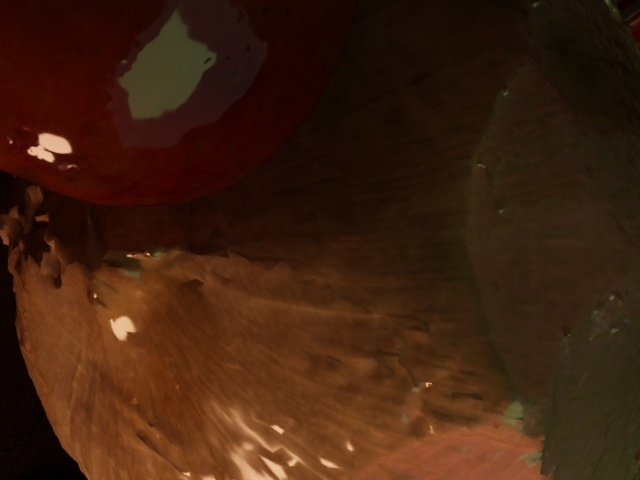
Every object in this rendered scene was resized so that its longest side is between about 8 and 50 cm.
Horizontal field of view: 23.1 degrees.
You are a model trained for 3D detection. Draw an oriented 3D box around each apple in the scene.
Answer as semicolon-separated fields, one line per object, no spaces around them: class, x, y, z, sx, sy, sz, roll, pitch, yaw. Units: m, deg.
apple;-0.087;-0.129;0.646;0.230;0.230;0.230;-36;165;-11

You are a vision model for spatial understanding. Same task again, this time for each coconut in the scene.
coconut;0.000;0.000;0.878;0.404;0.404;0.404;-36;165;-11

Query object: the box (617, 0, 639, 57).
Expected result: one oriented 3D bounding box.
box;0.169;-0.202;1.079;0.133;0.182;0.099;-32;163;-15
